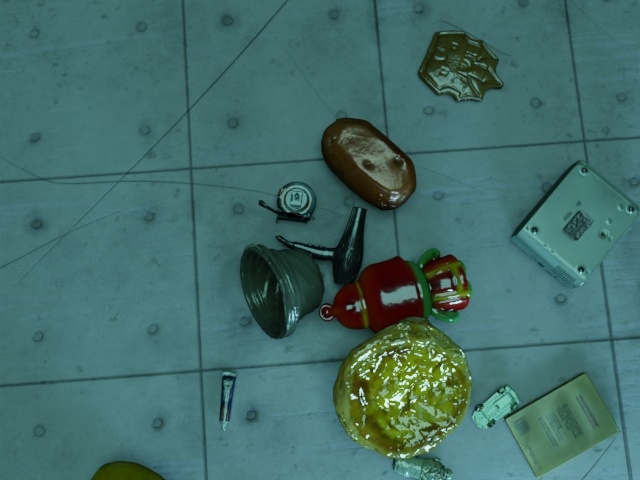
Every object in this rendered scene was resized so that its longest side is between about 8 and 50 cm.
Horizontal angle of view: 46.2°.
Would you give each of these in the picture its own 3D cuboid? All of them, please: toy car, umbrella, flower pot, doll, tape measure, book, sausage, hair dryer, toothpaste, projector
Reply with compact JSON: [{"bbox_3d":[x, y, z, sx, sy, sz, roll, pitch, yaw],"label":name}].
[{"bbox_3d":[0.415,0.396,1.777,0.122,0.035,0.059,-38,83,2],"label":"toy car"},{"bbox_3d":[0.238,0.532,1.743,0.143,0.062,0.067,11,50,2],"label":"umbrella"},{"bbox_3d":[-0.080,0.104,1.745,0.140,0.235,0.236,-19,81,-25],"label":"flower pot"},{"bbox_3d":[0.173,0.132,1.753,0.362,0.160,0.183,-14,85,-3],"label":"doll"},{"bbox_3d":[-0.072,-0.100,1.789,0.104,0.180,0.107,2,81,16],"label":"tape measure"},{"bbox_3d":[0.570,0.435,1.777,0.230,0.026,0.161,-27,83,-5],"label":"book"},{"bbox_3d":[0.114,-0.190,1.816,0.268,0.141,0.153,43,82,6],"label":"sausage"},{"bbox_3d":[0.000,0.000,1.810,0.219,0.075,0.196,12,89,1],"label":"hair dryer"},{"bbox_3d":[-0.223,0.378,1.778,0.037,0.021,0.140,5,78,-2],"label":"toothpaste"},{"bbox_3d":[0.618,-0.038,1.814,0.198,0.108,0.250,42,82,5],"label":"projector"}]

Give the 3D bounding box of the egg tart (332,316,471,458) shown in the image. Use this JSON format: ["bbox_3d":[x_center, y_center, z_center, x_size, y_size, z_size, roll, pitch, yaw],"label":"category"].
[{"bbox_3d":[0.184,0.332,1.709,0.341,0.129,0.341,-2,104,-7],"label":"egg tart"}]

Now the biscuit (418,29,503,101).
[{"bbox_3d":[0.369,-0.439,1.914,0.215,0.034,0.182,23,81,3],"label":"biscuit"}]

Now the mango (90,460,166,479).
[{"bbox_3d":[-0.395,0.701,1.632,0.301,0.220,0.445,-24,72,1],"label":"mango"}]
